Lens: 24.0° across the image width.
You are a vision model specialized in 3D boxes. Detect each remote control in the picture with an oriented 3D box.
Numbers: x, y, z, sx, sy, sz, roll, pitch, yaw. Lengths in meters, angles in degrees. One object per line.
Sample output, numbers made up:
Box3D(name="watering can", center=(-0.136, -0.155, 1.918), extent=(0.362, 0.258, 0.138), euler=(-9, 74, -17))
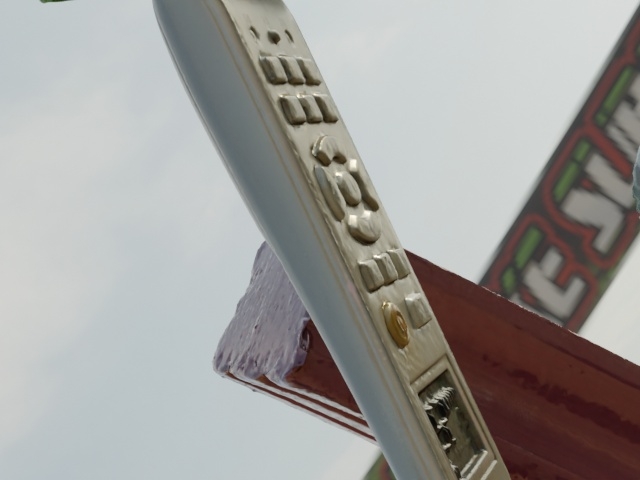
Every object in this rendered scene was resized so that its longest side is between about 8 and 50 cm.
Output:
Box3D(name="remote control", center=(0.000, 0.000, 0.735), extent=(0.055, 0.313, 0.109), euler=(-27, -3, 17))

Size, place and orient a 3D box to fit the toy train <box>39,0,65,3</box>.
Box3D(name="toy train", center=(-0.060, -0.281, 0.992), extent=(0.249, 0.307, 0.173), euler=(-75, -25, -52))

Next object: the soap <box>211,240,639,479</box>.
Box3D(name="soap", center=(0.117, 0.121, 1.121), extent=(0.128, 0.360, 0.233), euler=(-66, 15, -9))

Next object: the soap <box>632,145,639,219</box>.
Box3D(name="soap", center=(0.212, -0.032, 0.612), extent=(0.091, 0.145, 0.230), euler=(-33, -27, -21))
